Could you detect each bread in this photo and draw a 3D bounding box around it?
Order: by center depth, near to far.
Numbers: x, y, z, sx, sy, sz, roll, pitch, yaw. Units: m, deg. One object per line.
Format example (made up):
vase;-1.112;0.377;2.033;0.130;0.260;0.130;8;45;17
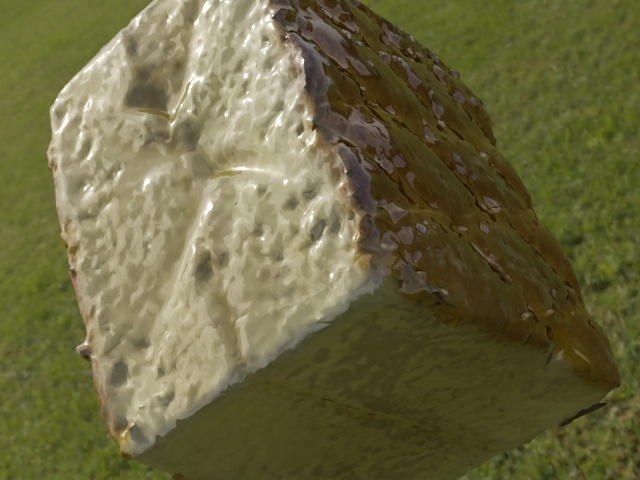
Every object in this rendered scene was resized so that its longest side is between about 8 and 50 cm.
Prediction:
bread;0.000;0.000;0.656;0.207;0.279;0.279;-38;56;24
